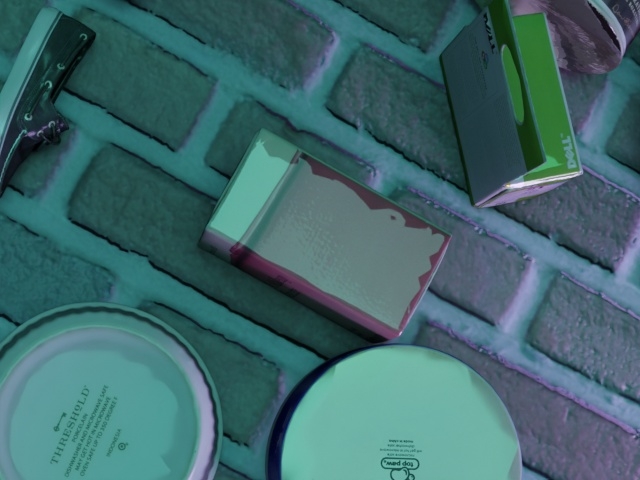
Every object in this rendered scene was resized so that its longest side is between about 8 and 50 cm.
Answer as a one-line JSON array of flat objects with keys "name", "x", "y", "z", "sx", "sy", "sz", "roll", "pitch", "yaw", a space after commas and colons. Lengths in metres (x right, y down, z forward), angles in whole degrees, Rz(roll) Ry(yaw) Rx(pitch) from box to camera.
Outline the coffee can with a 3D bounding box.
[{"name": "coffee can", "x": 0.321, "y": -0.356, "z": 1.494, "sx": 0.202, "sy": 0.201, "sz": 0.275, "roll": 35, "pitch": 79, "yaw": -3}]

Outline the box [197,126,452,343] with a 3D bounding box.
[{"name": "box", "x": 0.000, "y": 0.000, "z": 1.416, "sx": 0.232, "sy": 0.148, "sz": 0.126, "roll": 29, "pitch": 79, "yaw": -4}]

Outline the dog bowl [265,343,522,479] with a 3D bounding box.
[{"name": "dog bowl", "x": 0.077, "y": 0.242, "z": 1.418, "sx": 0.265, "sy": 0.104, "sz": 0.264, "roll": 1, "pitch": 82, "yaw": -9}]

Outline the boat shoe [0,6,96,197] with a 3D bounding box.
[{"name": "boat shoe", "x": -0.304, "y": -0.140, "z": 1.427, "sx": 0.076, "sy": 0.080, "sz": 0.228, "roll": 21, "pitch": 72, "yaw": -5}]

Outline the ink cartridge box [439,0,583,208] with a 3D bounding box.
[{"name": "ink cartridge box", "x": 0.219, "y": -0.151, "z": 1.419, "sx": 0.097, "sy": 0.255, "sz": 0.188, "roll": -11, "pitch": 84, "yaw": -11}]

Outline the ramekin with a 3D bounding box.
[{"name": "ramekin", "x": -0.230, "y": 0.193, "z": 1.362, "sx": 0.273, "sy": 0.127, "sz": 0.272, "roll": 1, "pitch": 82, "yaw": -10}]
